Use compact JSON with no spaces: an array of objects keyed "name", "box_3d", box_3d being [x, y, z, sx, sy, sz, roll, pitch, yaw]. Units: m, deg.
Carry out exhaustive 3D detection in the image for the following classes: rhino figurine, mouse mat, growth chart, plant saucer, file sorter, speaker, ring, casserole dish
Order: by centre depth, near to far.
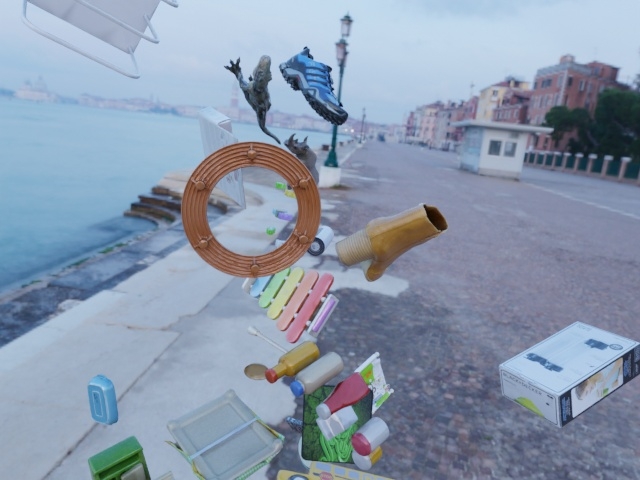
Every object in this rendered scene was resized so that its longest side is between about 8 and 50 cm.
[{"name":"file sorter","box_3d":[-0.308,-0.425,0.758,0.193,0.278,0.173,20,26,-40]},{"name":"mouse mat","box_3d":[0.035,0.404,1.095,0.152,0.190,0.007,3,13,2]},{"name":"ring","box_3d":[-0.160,-0.066,1.192,0.336,0.337,0.032,4,14,-13]},{"name":"speaker","box_3d":[0.000,0.000,1.397,0.055,0.055,0.136,9,16,10]},{"name":"rhino figurine","box_3d":[-0.063,-0.244,1.564,0.106,0.243,0.073,-4,52,5]},{"name":"plant saucer","box_3d":[-0.200,0.411,1.577,0.083,0.083,0.015,6,38,-2]},{"name":"casserole dish","box_3d":[-0.758,0.558,1.726,0.114,0.188,0.037,1,9,26]},{"name":"growth chart","box_3d":[0.181,0.516,1.773,0.021,0.237,0.172,12,43,44]}]

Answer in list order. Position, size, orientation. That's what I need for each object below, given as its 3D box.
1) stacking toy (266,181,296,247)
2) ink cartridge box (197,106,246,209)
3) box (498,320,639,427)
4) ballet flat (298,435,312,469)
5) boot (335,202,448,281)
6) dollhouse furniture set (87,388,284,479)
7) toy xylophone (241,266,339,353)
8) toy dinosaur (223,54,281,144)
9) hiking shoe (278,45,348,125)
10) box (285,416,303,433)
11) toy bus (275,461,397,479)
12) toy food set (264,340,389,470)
[{"name":"stacking toy","box_3d":[-0.111,-0.080,1.504,0.052,0.167,0.221,9,11,-19]},{"name":"ink cartridge box","box_3d":[-0.307,-0.273,1.656,0.060,0.275,0.239,-30,49,-31]},{"name":"box","box_3d":[0.589,0.306,1.182,0.290,0.087,0.169,-19,19,-25]},{"name":"ballet flat","box_3d":[-0.018,0.601,1.537,0.086,0.086,0.248,6,10,-2]},{"name":"boot","box_3d":[0.173,0.005,1.068,0.211,0.104,0.295,-22,-15,18]},{"name":"dollhouse furniture set","box_3d":[-0.235,0.437,0.916,0.301,0.151,0.197,-20,32,-34]},{"name":"toy xylophone","box_3d":[-0.092,0.179,1.359,0.322,0.236,0.081,14,-18,41]},{"name":"toy dinosaur","box_3d":[-0.128,-0.291,0.987,0.064,0.118,0.268,-31,-13,-8]},{"name":"hiking shoe","box_3d":[-0.002,-0.493,1.569,0.304,0.132,0.113,49,1,17]},{"name":"box","box_3d":[-0.082,0.689,1.849,0.083,0.067,0.018,1,40,39]},{"name":"toy bus","box_3d":[0.059,0.599,1.142,0.332,0.108,0.130,12,12,5]},{"name":"toy food set","box_3d":[0.016,0.278,0.813,0.104,0.232,0.111,-24,-10,-41]}]
